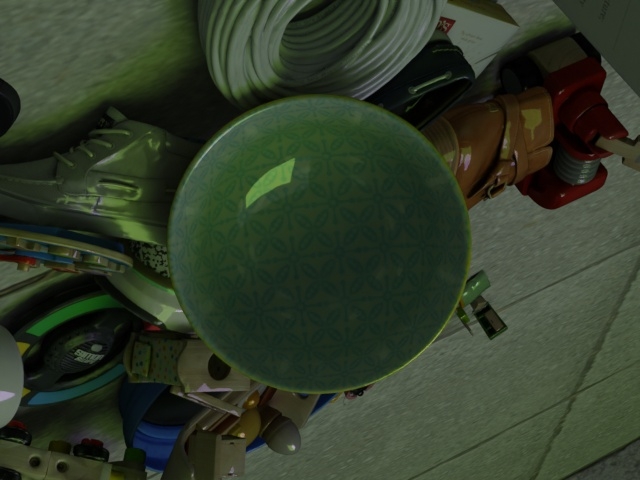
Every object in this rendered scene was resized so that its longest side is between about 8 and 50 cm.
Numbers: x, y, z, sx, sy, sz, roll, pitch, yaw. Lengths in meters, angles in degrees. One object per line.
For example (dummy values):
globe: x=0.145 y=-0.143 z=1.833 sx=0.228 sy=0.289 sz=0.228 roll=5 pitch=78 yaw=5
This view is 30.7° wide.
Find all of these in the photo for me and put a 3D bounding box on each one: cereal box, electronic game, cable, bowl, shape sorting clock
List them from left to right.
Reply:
shape sorting clock: x=-0.284 y=0.009 z=1.125 sx=0.206 sy=0.040 sz=0.206 roll=6 pitch=175 yaw=1
electronic game: x=-0.292 y=0.127 z=1.411 sx=0.229 sy=0.048 sz=0.229 roll=-25 pitch=150 yaw=-15
bowl: x=-0.107 y=0.189 z=1.667 sx=0.391 sy=0.077 sz=0.391 roll=-25 pitch=151 yaw=-15
bowl: x=0.000 y=0.000 z=1.178 sx=0.289 sy=0.289 sz=0.156 roll=-35 pitch=-178 yaw=3
cable: x=0.001 y=-0.225 z=1.116 sx=0.257 sy=0.089 sz=0.257 roll=2 pitch=137 yaw=-47
cereal box: x=0.094 y=-0.180 z=1.321 sx=0.173 sy=0.047 sz=0.240 roll=3 pitch=136 yaw=-46

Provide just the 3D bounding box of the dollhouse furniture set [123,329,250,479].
dollhouse furniture set: x=-0.178 y=0.187 z=1.339 sx=0.101 sy=0.160 sz=0.182 roll=5 pitch=176 yaw=-43

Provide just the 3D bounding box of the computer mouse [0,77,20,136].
computer mouse: x=-0.381 y=-0.123 z=0.922 sx=0.262 sy=0.060 sz=0.184 roll=-15 pitch=153 yaw=-8

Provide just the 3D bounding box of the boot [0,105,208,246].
boot: x=-0.228 y=-0.074 z=1.140 sx=0.258 sy=0.095 sz=0.123 roll=10 pitch=99 yaw=-35

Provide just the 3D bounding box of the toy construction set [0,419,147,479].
toy construction set: x=-0.369 y=0.330 z=1.542 sx=0.328 sy=0.151 sz=0.215 roll=2 pitch=157 yaw=-22

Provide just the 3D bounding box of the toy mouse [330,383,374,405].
toy mouse: x=0.061 y=0.224 z=1.941 sx=0.143 sy=0.031 sz=0.161 roll=-27 pitch=152 yaw=-10

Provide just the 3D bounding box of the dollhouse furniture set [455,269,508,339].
dollhouse furniture set: x=0.268 y=0.116 z=1.955 sx=0.076 sy=0.058 sz=0.151 roll=-34 pitch=152 yaw=2

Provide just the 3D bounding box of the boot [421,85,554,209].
boot: x=0.172 y=-0.066 z=1.443 sx=0.220 sy=0.109 sz=0.283 roll=-24 pitch=142 yaw=-18

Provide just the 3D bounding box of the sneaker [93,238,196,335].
sneaker: x=-0.058 y=0.004 z=1.372 sx=0.410 sy=0.158 sz=0.182 roll=-1 pitch=128 yaw=-49

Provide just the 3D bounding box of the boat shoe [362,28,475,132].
boat shoe: x=0.057 y=-0.116 z=1.255 sx=0.254 sy=0.079 sz=0.095 roll=-38 pitch=147 yaw=12

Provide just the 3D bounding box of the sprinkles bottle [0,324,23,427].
sprinkles bottle: x=-0.479 y=0.145 z=1.170 sx=0.355 sy=0.121 sz=0.121 roll=3 pitch=136 yaw=-47

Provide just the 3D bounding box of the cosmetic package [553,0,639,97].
cosmetic package: x=0.456 y=-0.311 z=1.122 sx=0.327 sy=0.393 sz=0.329 roll=-23 pitch=151 yaw=-18

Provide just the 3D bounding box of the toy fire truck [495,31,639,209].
toy fire truck: x=0.348 y=-0.114 z=1.475 sx=0.158 sy=0.246 sz=0.217 roll=-24 pitch=150 yaw=-16

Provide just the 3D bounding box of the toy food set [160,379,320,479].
toy food set: x=-0.099 y=0.268 z=1.541 sx=0.306 sy=0.092 sz=0.219 roll=-39 pitch=161 yaw=-41
